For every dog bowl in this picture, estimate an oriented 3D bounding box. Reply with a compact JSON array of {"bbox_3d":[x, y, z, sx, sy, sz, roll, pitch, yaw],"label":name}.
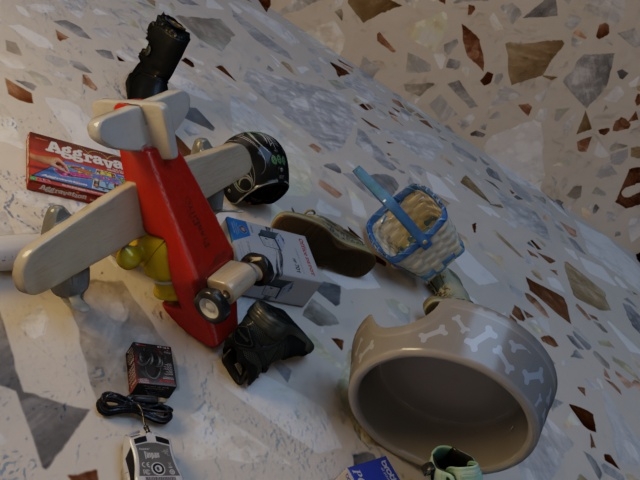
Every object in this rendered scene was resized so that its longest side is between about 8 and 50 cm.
[{"bbox_3d":[0.204,0.254,1.047,0.349,0.349,0.102,34,42,-5],"label":"dog bowl"}]

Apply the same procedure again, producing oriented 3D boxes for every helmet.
[{"bbox_3d":[-0.157,-0.168,1.443,0.169,0.169,0.161,-4,66,-49],"label":"helmet"}]

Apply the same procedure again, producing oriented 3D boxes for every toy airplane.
[{"bbox_3d":[-0.273,-0.045,1.021,0.386,0.272,0.384,26,61,-44],"label":"toy airplane"}]

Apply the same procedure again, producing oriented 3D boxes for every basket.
[{"bbox_3d":[0.203,-0.050,1.558,0.289,0.201,0.255,49,6,-26],"label":"basket"}]

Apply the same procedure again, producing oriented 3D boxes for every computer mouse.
[{"bbox_3d":[-0.230,0.283,0.832,0.106,0.042,0.193,18,28,-38],"label":"computer mouse"}]

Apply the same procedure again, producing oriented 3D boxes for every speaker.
[{"bbox_3d":[-0.475,0.020,0.928,0.136,0.055,0.055,-8,52,-51],"label":"speaker"}]

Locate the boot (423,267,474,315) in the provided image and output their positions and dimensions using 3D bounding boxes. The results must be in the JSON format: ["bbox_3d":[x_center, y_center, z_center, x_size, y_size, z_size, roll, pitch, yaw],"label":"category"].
[{"bbox_3d":[0.305,0.135,1.570,0.213,0.077,0.165,18,34,-38],"label":"boot"}]

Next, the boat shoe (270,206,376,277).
[{"bbox_3d":[0.000,0.000,1.427,0.285,0.104,0.089,28,24,-36],"label":"boat shoe"}]

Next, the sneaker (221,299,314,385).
[{"bbox_3d":[-0.093,0.182,1.088,0.087,0.130,0.227,45,2,23],"label":"sneaker"}]

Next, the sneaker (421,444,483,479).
[{"bbox_3d":[0.232,0.421,0.944,0.094,0.151,0.256,-15,28,-20],"label":"sneaker"}]

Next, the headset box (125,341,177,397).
[{"bbox_3d":[-0.251,0.195,0.940,0.062,0.032,0.083,16,34,-33],"label":"headset box"}]

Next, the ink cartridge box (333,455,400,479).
[{"bbox_3d":[0.111,0.438,0.964,0.097,0.046,0.207,3,43,-46],"label":"ink cartridge box"}]

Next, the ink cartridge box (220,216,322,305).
[{"bbox_3d":[-0.108,0.043,1.259,0.191,0.082,0.139,13,37,-33],"label":"ink cartridge box"}]

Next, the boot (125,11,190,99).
[{"bbox_3d":[-0.371,-0.388,1.464,0.094,0.207,0.246,13,38,-36],"label":"boot"}]

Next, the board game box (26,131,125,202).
[{"bbox_3d":[-0.414,-0.120,1.220,0.281,0.027,0.145,13,36,-35],"label":"board game box"}]
